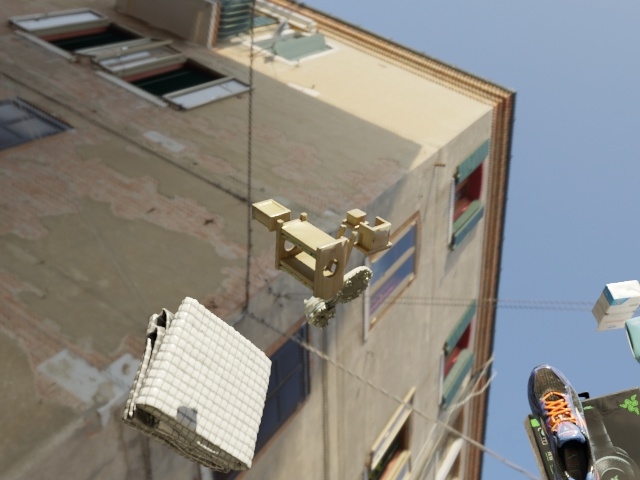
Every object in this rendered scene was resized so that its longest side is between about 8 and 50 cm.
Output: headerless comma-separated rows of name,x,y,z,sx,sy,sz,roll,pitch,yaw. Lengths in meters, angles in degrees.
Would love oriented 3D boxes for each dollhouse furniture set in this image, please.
dollhouse furniture set,0.000,0.000,1.146,0.182,0.160,0.101,33,-51,42

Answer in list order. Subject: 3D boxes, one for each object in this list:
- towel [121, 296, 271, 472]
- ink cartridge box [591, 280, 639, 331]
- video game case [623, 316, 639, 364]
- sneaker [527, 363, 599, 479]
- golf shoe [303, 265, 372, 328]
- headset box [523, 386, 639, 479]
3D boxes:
towel,-0.229,0.279,1.276,0.121,0.235,0.283,-15,-43,34
ink cartridge box,0.426,0.096,0.980,0.048,0.028,0.083,-6,-40,-7
video game case,0.566,0.143,0.870,0.269,0.061,0.244,-21,-43,29
sneaker,0.390,0.300,1.073,0.083,0.087,0.221,-18,-116,6
golf shoe,0.029,0.104,1.460,0.176,0.069,0.086,-41,-136,8
headset box,0.593,0.467,1.443,0.246,0.131,0.283,-15,-114,6
